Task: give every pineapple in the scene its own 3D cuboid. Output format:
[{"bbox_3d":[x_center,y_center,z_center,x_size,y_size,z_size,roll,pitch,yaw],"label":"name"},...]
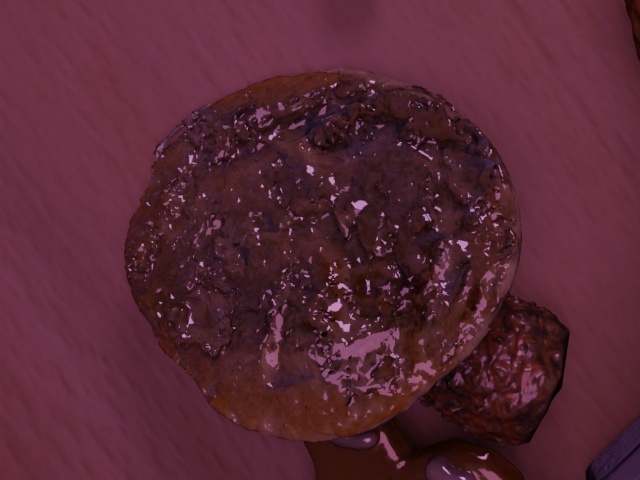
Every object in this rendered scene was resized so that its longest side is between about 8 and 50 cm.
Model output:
[{"bbox_3d":[0.074,0.065,1.091,0.198,0.108,0.108,25,97,10],"label":"pineapple"}]

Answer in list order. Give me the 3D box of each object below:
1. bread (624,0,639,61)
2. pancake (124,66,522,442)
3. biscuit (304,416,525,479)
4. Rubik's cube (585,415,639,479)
[{"bbox_3d":[0.332,-0.155,1.003,0.274,0.274,0.149,-41,49,7],"label":"bread"},{"bbox_3d":[-0.001,0.000,1.062,0.282,0.049,0.282,-7,70,19],"label":"pancake"},{"bbox_3d":[0.038,0.263,1.104,0.197,0.049,0.301,21,108,24],"label":"biscuit"},{"bbox_3d":[0.399,0.175,0.953,0.344,0.344,0.337,44,96,-1],"label":"Rubik's cube"}]
